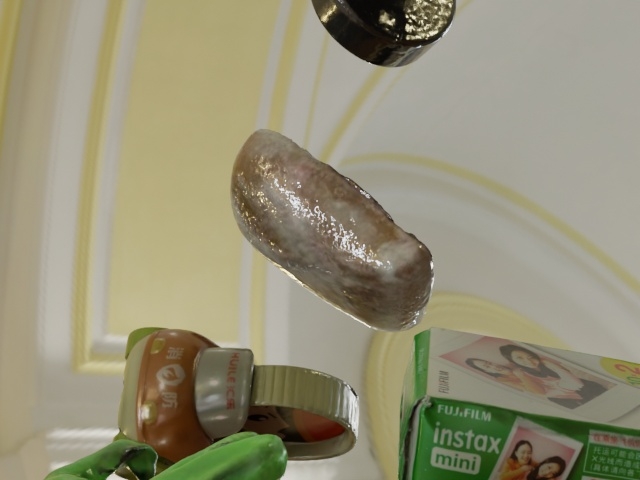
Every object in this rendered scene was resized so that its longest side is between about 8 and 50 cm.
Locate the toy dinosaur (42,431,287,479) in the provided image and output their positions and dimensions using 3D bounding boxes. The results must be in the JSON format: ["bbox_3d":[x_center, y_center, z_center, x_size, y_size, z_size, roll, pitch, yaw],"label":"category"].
[{"bbox_3d":[-0.264,0.278,0.674,0.500,0.144,0.374,-36,9,-24],"label":"toy dinosaur"}]

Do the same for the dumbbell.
[{"bbox_3d":[0.101,-0.283,1.062,0.152,0.153,0.218,-4,-19,-31],"label":"dumbbell"}]

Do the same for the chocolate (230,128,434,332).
[{"bbox_3d":[0.000,0.000,1.324,0.100,0.303,0.185,-41,-24,-28],"label":"chocolate"}]

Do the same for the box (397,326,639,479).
[{"bbox_3d":[0.186,0.152,0.850,0.250,0.180,0.103,7,-75,4],"label":"box"}]

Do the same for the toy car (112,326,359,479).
[{"bbox_3d":[-0.072,0.169,1.075,0.235,0.145,0.235,2,-31,1],"label":"toy car"}]
